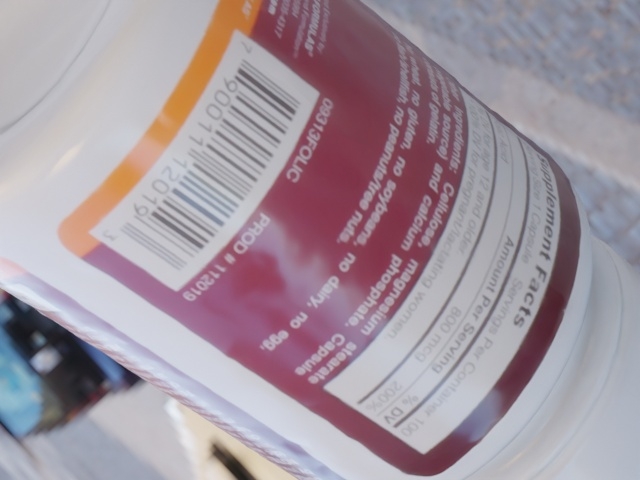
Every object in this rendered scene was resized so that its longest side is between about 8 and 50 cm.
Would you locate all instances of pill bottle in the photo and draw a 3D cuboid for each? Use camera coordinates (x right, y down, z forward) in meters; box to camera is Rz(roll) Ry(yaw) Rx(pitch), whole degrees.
[{"bbox_3d":[0.000,0.000,1.012,0.392,0.224,0.224,37,171,-30],"label":"pill bottle"}]
